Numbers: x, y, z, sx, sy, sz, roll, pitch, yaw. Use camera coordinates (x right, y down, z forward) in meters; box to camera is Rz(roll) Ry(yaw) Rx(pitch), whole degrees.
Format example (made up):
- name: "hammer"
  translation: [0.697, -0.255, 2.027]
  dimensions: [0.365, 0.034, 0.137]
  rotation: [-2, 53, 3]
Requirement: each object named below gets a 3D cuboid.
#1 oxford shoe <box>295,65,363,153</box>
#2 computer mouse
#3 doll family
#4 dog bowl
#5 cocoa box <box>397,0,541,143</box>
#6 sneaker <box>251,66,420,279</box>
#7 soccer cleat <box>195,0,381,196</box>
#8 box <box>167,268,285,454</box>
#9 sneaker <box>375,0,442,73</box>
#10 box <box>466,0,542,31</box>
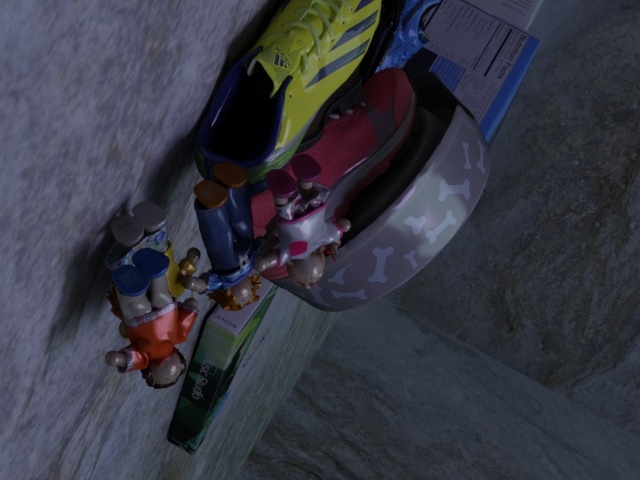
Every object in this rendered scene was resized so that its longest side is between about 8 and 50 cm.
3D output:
- name: "oxford shoe"
  translation: [-0.025, -0.164, 1.139]
  dimensions: [0.227, 0.083, 0.096]
  rotation: [-54, 150, -48]
- name: "computer mouse"
  translation: [0.049, -0.241, 1.419]
  dimensions: [0.184, 0.060, 0.262]
  rotation: [89, 24, -82]
- name: "doll family"
  translation: [-0.102, 0.020, 0.949]
  dimensions: [0.263, 0.118, 0.163]
  rotation: [-33, 141, -27]
- name: "dog bowl"
  translation: [0.065, -0.056, 1.342]
  dimensions: [0.349, 0.102, 0.349]
  rotation: [-36, -156, 19]
- name: "cocoa box"
  translation: [0.189, -0.220, 1.781]
  dimensions: [0.231, 0.228, 0.347]
  rotation: [-59, 173, -18]
- name: "sneaker"
  translation: [0.001, -0.108, 1.226]
  dimensions: [0.116, 0.136, 0.314]
  rotation: [0, -131, 56]
- name: "soccer cleat"
  translation: [-0.024, -0.171, 0.986]
  dimensions: [0.289, 0.093, 0.121]
  rotation: [-61, 167, -6]
- name: "box"
  translation: [-0.133, 0.160, 1.650]
  dimensions: [0.232, 0.058, 0.322]
  rotation: [-55, 170, -45]
- name: "sneaker"
  translation: [0.106, -0.281, 1.549]
  dimensions: [0.209, 0.082, 0.069]
  rotation: [-61, 175, 11]
- name: "box"
  translation: [0.361, -0.515, 2.071]
  dimensions: [0.119, 0.181, 0.182]
  rotation: [-64, 173, 27]
